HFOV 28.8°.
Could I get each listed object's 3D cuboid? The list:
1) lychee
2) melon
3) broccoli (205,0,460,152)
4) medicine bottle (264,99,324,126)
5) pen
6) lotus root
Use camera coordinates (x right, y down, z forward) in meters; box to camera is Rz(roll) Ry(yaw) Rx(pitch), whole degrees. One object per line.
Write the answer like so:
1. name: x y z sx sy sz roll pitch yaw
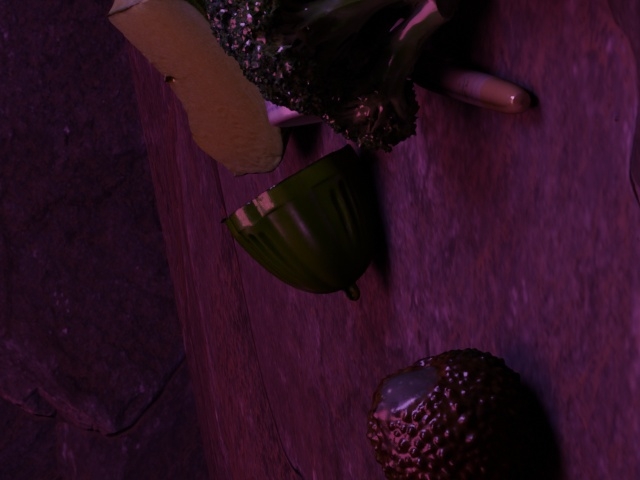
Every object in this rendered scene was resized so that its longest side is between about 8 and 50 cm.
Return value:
1. lychee: 0.128 0.183 1.151 0.171 0.171 0.171 169 90 -75
2. melon: -0.139 -0.257 1.677 0.343 0.226 0.331 44 -174 -36
3. broccoli: 0.014 -0.221 1.139 0.242 0.269 0.261 -10 132 42
4. medicine bottle: -0.028 -0.305 1.397 0.130 0.130 0.340 165 93 -75
5. pen: 0.130 -0.146 1.128 0.233 0.032 0.040 -145 53 -67
6. lotus root: 0.000 0.000 1.497 0.186 0.186 0.186 169 90 -75
